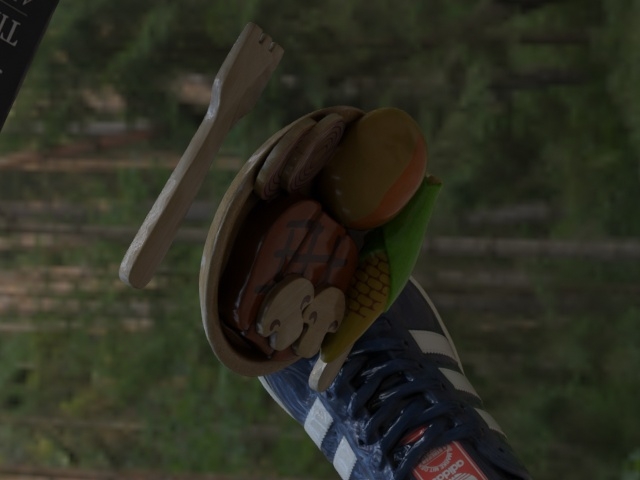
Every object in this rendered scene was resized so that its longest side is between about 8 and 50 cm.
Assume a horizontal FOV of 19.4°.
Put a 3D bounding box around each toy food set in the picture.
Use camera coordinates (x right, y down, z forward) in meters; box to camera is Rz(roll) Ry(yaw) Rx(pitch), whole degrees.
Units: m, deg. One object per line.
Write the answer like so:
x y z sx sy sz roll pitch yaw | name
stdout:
0.000 0.000 0.790 0.132 0.038 0.192 -62 -31 -3 | toy food set

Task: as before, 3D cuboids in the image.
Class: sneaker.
0.064 0.130 1.245 0.350 0.131 0.148 54 176 -16 | sneaker

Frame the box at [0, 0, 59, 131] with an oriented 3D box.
-0.358 -0.076 0.960 0.343 0.179 0.312 28 -97 -43 | box
